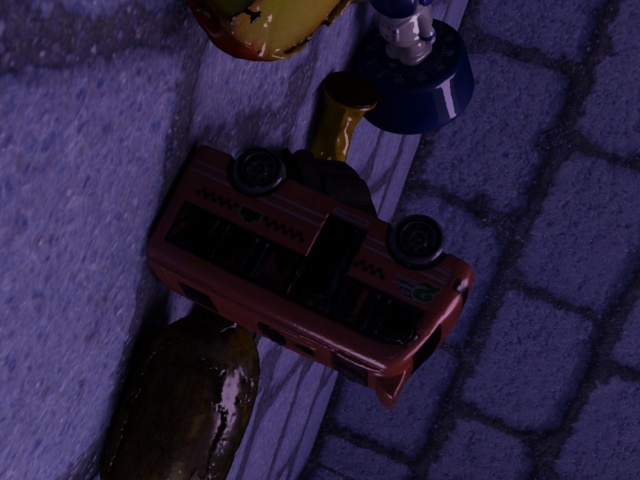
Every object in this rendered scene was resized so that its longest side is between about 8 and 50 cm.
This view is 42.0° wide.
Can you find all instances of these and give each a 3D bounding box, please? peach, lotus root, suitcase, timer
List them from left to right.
[{"bbox_3d":[-0.211,0.274,1.292,0.179,0.196,0.397,-35,145,-81],"label":"lotus root"},{"bbox_3d":[-0.040,-0.328,0.964,0.267,0.154,0.159,-47,163,-9],"label":"peach"},{"bbox_3d":[0.000,0.000,1.500,0.339,0.188,0.345,68,18,5],"label":"suitcase"},{"bbox_3d":[0.179,-0.441,1.759,0.270,0.270,0.383,-62,154,-27],"label":"timer"}]

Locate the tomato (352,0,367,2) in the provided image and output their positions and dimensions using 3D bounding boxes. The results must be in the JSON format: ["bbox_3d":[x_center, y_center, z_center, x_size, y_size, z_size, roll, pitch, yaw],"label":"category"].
[{"bbox_3d":[0.062,-0.449,1.119,0.270,0.223,0.270,-59,166,-26],"label":"tomato"}]

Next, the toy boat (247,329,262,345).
[{"bbox_3d":[-0.169,0.167,1.474,0.296,0.122,0.114,-67,-165,-17],"label":"toy boat"}]

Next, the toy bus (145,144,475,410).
[{"bbox_3d":[-0.015,0.045,1.176,0.233,0.427,0.203,-62,168,-17],"label":"toy bus"}]

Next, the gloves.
[{"bbox_3d":[0.026,-0.207,1.780,0.133,0.116,0.294,-47,164,-45],"label":"gloves"}]
